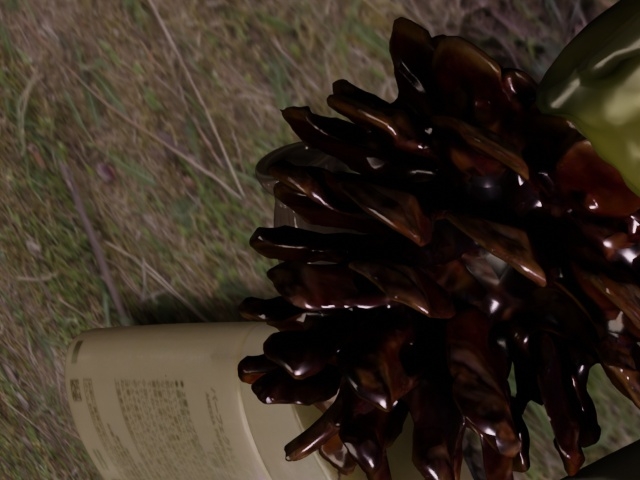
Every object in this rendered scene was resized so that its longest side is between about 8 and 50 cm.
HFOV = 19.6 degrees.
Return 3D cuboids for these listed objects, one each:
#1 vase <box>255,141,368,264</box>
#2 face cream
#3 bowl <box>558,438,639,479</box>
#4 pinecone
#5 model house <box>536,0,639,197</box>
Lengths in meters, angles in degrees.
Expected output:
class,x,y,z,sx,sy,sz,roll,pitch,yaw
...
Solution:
class,x,y,z,sx,sy,sz,roll,pitch,yaw
vase,0.000,0.000,0.975,0.053,0.053,0.101,15,131,50
face cream,-0.041,0.126,1.151,0.348,0.081,0.173,-8,115,59
bowl,0.197,0.156,0.790,0.211,0.112,0.211,38,150,27
pinecone,0.055,0.019,0.764,0.208,0.208,0.208,37,149,27
model house,0.206,-0.022,0.458,0.234,0.193,0.175,48,123,-2
